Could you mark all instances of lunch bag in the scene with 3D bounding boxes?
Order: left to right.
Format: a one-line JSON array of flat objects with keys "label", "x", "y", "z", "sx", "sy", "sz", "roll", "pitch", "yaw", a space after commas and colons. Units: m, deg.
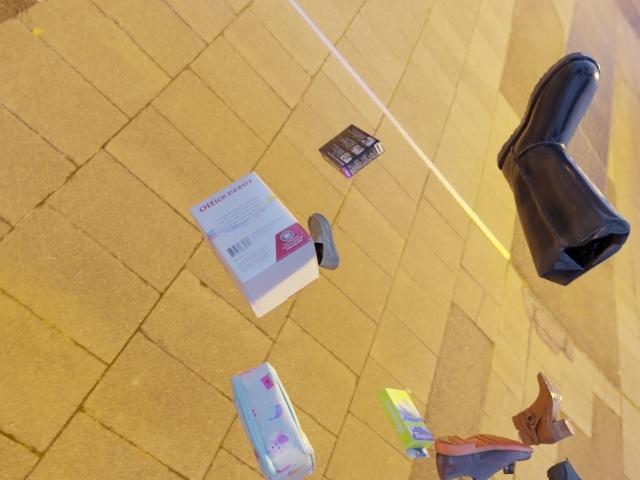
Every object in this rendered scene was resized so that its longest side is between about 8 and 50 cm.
[{"label": "lunch bag", "x": -0.103, "y": 0.390, "z": 0.988, "sx": 0.107, "sy": 0.279, "sz": 0.224, "roll": -24, "pitch": 58, "yaw": -15}]

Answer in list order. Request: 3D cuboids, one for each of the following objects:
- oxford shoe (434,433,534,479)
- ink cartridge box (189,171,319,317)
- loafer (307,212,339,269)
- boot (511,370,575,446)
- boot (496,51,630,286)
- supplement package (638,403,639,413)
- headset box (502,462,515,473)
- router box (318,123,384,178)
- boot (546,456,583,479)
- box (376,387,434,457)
[{"label": "oxford shoe", "x": 0.402, "y": 0.538, "z": 1.156, "sx": 0.271, "sy": 0.097, "sz": 0.099, "roll": 6, "pitch": 81, "yaw": -14}, {"label": "ink cartridge box", "x": -0.106, "y": 0.005, "z": 0.770, "sx": 0.128, "sy": 0.127, "sz": 0.176, "roll": -32, "pitch": 60, "yaw": -14}, {"label": "loafer", "x": 0.000, "y": 0.000, "z": 1.087, "sx": 0.050, "sy": 0.056, "sz": 0.148, "roll": -2, "pitch": 59, "yaw": -39}, {"label": "boot", "x": 0.635, "y": 0.499, "z": 1.388, "sx": 0.072, "sy": 0.152, "sz": 0.197, "roll": 26, "pitch": 43, "yaw": -35}, {"label": "boot", "x": 0.577, "y": -0.170, "z": 1.085, "sx": 0.146, "sy": 0.367, "sz": 0.446, "roll": 12, "pitch": 44, "yaw": -4}, {"label": "supplement package", "x": 1.027, "y": 0.427, "z": 1.207, "sx": 0.292, "sy": 0.176, "sz": 0.177, "roll": 30, "pitch": 42, "yaw": 22}, {"label": "headset box", "x": 0.558, "y": 0.648, "z": 1.416, "sx": 0.083, "sy": 0.032, "sz": 0.062, "roll": -79, "pitch": 163, "yaw": -61}, {"label": "router box", "x": 0.086, "y": -0.264, "z": 1.370, "sx": 0.133, "sy": 0.179, "sz": 0.046, "roll": -37, "pitch": 126, "yaw": -2}, {"label": "boot", "x": 0.621, "y": 0.686, "z": 1.256, "sx": 0.137, "sy": 0.197, "sz": 0.077, "roll": -114, "pitch": 179, "yaw": -50}, {"label": "box", "x": 0.230, "y": 0.484, "z": 1.252, "sx": 0.109, "sy": 0.042, "sz": 0.178, "roll": 25, "pitch": 25, "yaw": -44}]
